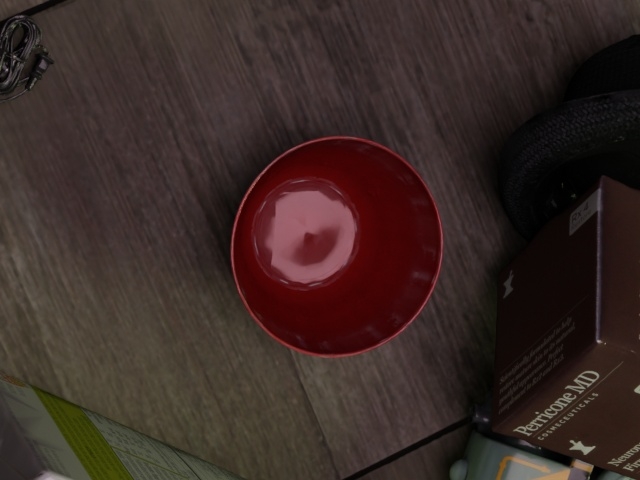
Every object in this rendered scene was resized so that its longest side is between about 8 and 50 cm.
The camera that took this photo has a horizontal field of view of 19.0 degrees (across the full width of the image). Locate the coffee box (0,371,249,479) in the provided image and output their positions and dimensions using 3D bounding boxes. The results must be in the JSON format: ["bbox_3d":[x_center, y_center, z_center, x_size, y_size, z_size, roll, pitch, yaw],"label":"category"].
[{"bbox_3d":[-0.163,0.340,1.461,0.334,0.338,0.338,26,90,-20],"label":"coffee box"}]

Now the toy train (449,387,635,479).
[{"bbox_3d":[0.179,0.285,1.675,0.190,0.142,0.334,19,91,-10],"label":"toy train"}]

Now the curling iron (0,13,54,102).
[{"bbox_3d":[-0.246,-0.245,1.511,0.068,0.035,0.274,-2,99,-21],"label":"curling iron"}]

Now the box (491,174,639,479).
[{"bbox_3d":[0.271,0.084,1.582,0.203,0.168,0.167,20,52,-17],"label":"box"}]

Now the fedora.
[{"bbox_3d":[0.319,-0.083,1.617,0.334,0.334,0.152,21,56,-19],"label":"fedora"}]

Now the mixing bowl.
[{"bbox_3d":[0.000,0.000,1.590,0.181,0.098,0.181,-2,98,-18],"label":"mixing bowl"}]
